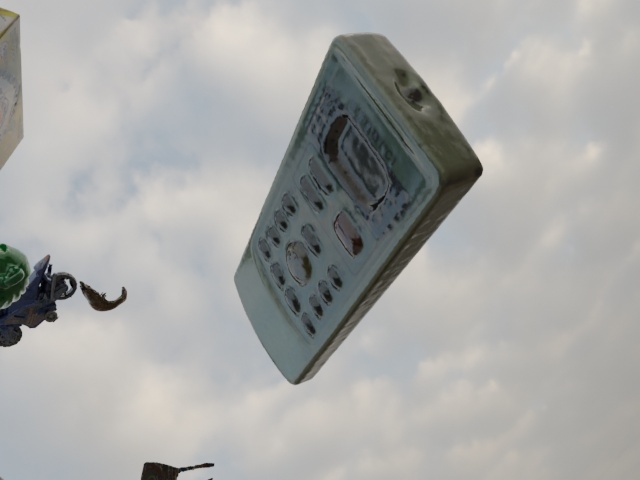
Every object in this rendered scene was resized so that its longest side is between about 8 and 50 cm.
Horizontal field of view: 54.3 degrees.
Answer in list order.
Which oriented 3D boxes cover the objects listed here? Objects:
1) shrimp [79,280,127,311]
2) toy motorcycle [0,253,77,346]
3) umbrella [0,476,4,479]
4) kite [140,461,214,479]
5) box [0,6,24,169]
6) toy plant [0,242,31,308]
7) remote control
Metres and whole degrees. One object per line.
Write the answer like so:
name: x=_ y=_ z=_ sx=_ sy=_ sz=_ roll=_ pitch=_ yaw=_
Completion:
shrimp: x=-0.490 y=0.118 z=1.404 sx=0.091 sy=0.025 sz=0.127 roll=-27 pitch=-37 yaw=2
toy motorcycle: x=-0.603 y=0.127 z=1.280 sx=0.205 sy=0.076 sz=0.114 roll=-43 pitch=-51 yaw=-10
umbrella: x=-0.573 y=0.537 z=0.999 sx=0.073 sy=0.337 sz=0.067 roll=-27 pitch=-54 yaw=8
kite: x=-0.286 y=0.508 z=1.246 sx=0.285 sy=0.015 sz=0.152 roll=31 pitch=-119 yaw=-65
box: x=-0.524 y=-0.206 z=0.924 sx=0.097 sy=0.168 sz=0.265 roll=20 pitch=-41 yaw=-9
toy plant: x=-0.462 y=0.062 z=0.821 sx=0.143 sy=0.201 sz=0.105 roll=-50 pitch=-58 yaw=-38
remote control: x=0.000 y=0.000 z=0.446 sx=0.038 sy=0.123 sz=0.285 roll=-14 pitch=-27 yaw=-33
